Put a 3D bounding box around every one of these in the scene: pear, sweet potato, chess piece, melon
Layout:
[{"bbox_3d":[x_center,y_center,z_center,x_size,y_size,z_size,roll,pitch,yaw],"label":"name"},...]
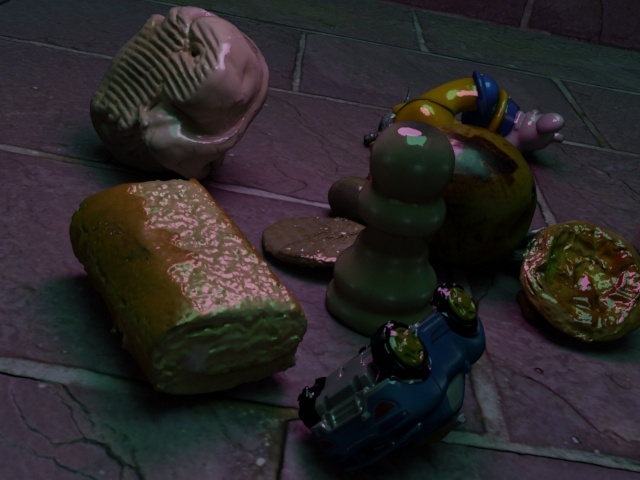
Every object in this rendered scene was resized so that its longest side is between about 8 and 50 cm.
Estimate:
[{"bbox_3d":[0.258,-0.082,1.596,0.284,0.283,0.283,9,28,-5],"label":"pear"},{"bbox_3d":[0.363,0.115,1.525,0.026,0.026,0.115,8,23,-8],"label":"sweet potato"},{"bbox_3d":[0.124,-0.027,1.367,0.183,0.330,0.182,9,27,-5],"label":"chess piece"},{"bbox_3d":[0.071,-0.076,1.684,0.098,0.098,0.131,-16,38,-42],"label":"melon"}]

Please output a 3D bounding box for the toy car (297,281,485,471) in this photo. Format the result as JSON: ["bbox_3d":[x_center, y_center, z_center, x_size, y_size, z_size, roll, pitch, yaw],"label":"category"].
[{"bbox_3d":[0.120,0.186,1.143,0.166,0.198,0.314,55,35,6],"label":"toy car"}]

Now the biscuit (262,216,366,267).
[{"bbox_3d":[0.000,-0.001,1.562,0.220,0.033,0.220,2,23,-1],"label":"biscuit"}]

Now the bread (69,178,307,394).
[{"bbox_3d":[-0.206,0.062,1.245,0.237,0.165,0.375,-10,36,-31],"label":"bread"}]

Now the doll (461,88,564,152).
[{"bbox_3d":[0.477,-0.275,2.146,0.243,0.159,0.311,35,-4,-10],"label":"doll"}]

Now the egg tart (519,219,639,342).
[{"bbox_3d":[0.457,0.076,1.510,0.241,0.106,0.241,3,61,-6],"label":"egg tart"}]

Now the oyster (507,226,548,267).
[{"bbox_3d":[0.471,0.049,1.623,0.252,0.087,0.199,-12,55,-2],"label":"oyster"}]

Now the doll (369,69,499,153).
[{"bbox_3d":[0.273,-0.300,2.046,0.363,0.145,0.199,-38,54,-22],"label":"doll"}]

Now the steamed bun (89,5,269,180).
[{"bbox_3d":[-0.258,-0.270,1.708,0.339,0.352,0.247,35,-2,42],"label":"steamed bun"}]

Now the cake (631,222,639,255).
[{"bbox_3d":[0.773,-0.009,1.836,0.235,0.100,0.099,-8,34,-33],"label":"cake"}]

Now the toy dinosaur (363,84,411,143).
[{"bbox_3d":[0.225,-0.316,2.200,0.129,0.076,0.383,5,25,25],"label":"toy dinosaur"}]

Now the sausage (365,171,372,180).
[{"bbox_3d":[0.155,-0.102,1.825,0.050,0.048,0.145,-15,40,-32],"label":"sausage"}]
